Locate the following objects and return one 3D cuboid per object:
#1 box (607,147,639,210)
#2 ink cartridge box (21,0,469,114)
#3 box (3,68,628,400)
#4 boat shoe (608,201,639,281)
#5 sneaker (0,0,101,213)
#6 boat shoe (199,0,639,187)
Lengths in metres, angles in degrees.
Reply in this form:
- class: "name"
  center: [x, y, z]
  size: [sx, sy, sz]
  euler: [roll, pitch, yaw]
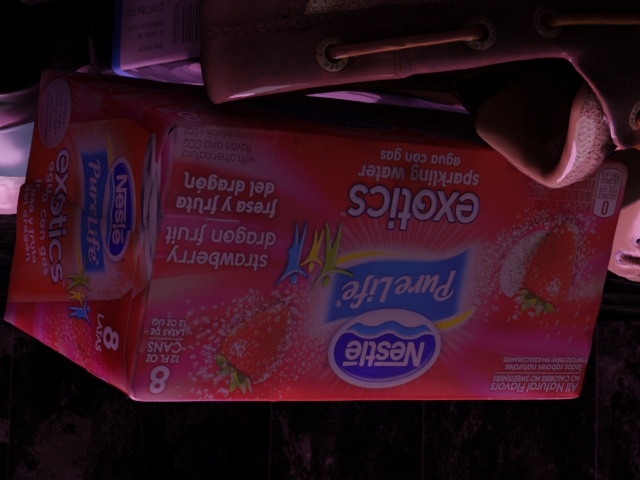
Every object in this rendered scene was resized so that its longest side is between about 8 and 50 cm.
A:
- class: "box"
  center: [0.142, -0.051, 1.077]
  size: [0.136, 0.036, 0.225]
  euler: [-27, -166, -21]
- class: "ink cartridge box"
  center: [0.013, -0.091, 1.018]
  size: [0.165, 0.065, 0.332]
  euler: [-6, 171, 43]
- class: "box"
  center: [0.000, 0.000, 0.857]
  size: [0.257, 0.123, 0.128]
  euler: [3, -168, -36]
- class: "boat shoe"
  center: [0.223, -0.033, 1.206]
  size: [0.122, 0.120, 0.324]
  euler: [4, 173, -20]
- class: "sneaker"
  center: [-0.247, -0.105, 0.857]
  size: [0.302, 0.108, 0.121]
  euler: [12, 142, -12]
- class: "boat shoe"
  center: [0.103, -0.083, 0.808]
  size: [0.342, 0.123, 0.123]
  euler: [5, 172, -29]
